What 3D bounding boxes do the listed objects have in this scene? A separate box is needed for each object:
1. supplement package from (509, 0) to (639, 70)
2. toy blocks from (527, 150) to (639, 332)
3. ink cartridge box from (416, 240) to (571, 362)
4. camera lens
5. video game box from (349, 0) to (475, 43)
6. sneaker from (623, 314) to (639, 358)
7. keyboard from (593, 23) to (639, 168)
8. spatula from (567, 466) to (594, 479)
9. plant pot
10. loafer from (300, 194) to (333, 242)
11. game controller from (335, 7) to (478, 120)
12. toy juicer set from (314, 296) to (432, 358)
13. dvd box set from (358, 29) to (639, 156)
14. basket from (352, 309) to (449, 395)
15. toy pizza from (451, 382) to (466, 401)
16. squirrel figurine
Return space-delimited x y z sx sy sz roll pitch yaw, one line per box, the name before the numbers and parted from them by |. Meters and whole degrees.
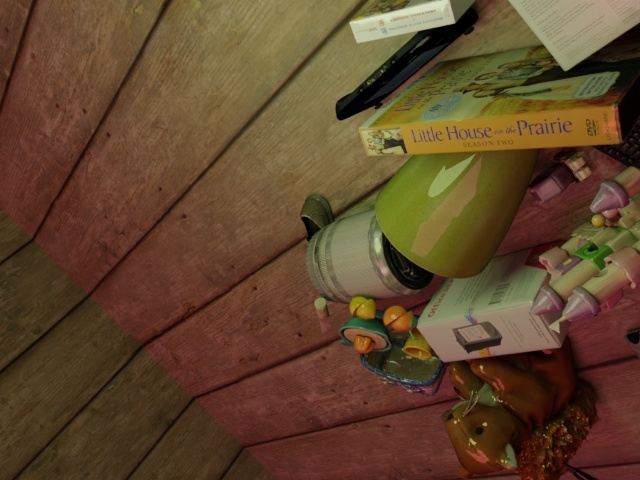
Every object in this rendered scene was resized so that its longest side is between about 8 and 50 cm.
supplement package | 0.378 -0.436 0.892 0.262 0.198 0.199 47 140 -9
toy blocks | 0.465 0.037 1.111 0.309 0.260 0.288 52 -176 -5
ink cartridge box | 0.402 0.141 1.382 0.306 0.226 0.131 -23 109 48
camera lens | 0.126 0.038 1.502 0.274 0.219 0.219 -16 116 45
video game box | 0.177 -0.413 1.064 0.187 0.205 0.048 4 129 36
sneaker | 0.708 0.177 1.258 0.115 0.105 0.281 36 148 21
keyboard | 0.556 -0.270 1.038 0.201 0.033 0.317 35 139 7
spatula | 0.705 0.658 1.771 0.296 0.030 0.084 26 136 16
plant pot | 0.293 -0.123 1.220 0.275 0.275 0.293 35 131 6
loafer | 0.000 0.000 1.668 0.094 0.087 0.251 0 126 38
game controller | 0.155 -0.331 1.185 0.067 0.166 0.319 50 140 -6
toy juicer set | 0.095 0.215 1.503 0.329 0.089 0.209 1 147 32
dvd box set | 0.312 -0.240 1.013 0.420 0.307 0.062 4 126 42
basket | 0.233 0.285 1.662 0.255 0.201 0.289 10 140 30
toy pizza | 0.435 0.464 1.716 0.201 0.032 0.201 44 178 2
squirrel figurine | 0.475 0.425 1.470 0.397 0.370 0.281 45 140 -6
